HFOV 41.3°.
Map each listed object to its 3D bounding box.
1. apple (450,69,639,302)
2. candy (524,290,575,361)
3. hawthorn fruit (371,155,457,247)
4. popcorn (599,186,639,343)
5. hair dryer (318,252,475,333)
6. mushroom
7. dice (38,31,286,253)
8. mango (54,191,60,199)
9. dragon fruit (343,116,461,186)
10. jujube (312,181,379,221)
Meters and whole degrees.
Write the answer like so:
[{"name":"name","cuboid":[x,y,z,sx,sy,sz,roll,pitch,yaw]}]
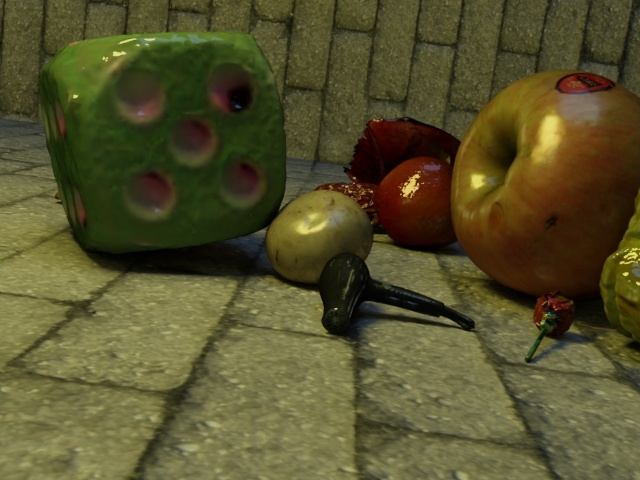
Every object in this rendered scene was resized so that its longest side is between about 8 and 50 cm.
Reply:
[{"name":"apple","cuboid":[0.406,-0.083,1.401,0.346,0.392,0.391,19,5,-24]},{"name":"candy","cuboid":[0.293,0.119,1.113,0.060,0.061,0.201,12,19,23]},{"name":"hawthorn fruit","cuboid":[0.187,-0.067,1.730,0.225,0.197,0.196,-21,15,-6]},{"name":"popcorn","cuboid":[0.515,0.038,1.127,0.276,0.277,0.225,2,6,-27]},{"name":"hair dryer","cuboid":[0.102,0.087,1.124,0.219,0.075,0.195,15,20,0]},{"name":"mushroom","cuboid":[0.000,0.000,1.301,0.166,0.127,0.166,-14,39,12]},{"name":"dice","cuboid":[-0.254,-0.161,1.347,0.330,0.319,0.322,-10,11,-23]},{"name":"mango","cuboid":[-0.435,-0.092,1.690,0.187,0.066,0.101,1,8,11]},{"name":"dragon fruit","cuboid":[0.205,-0.166,1.888,0.282,0.100,0.343,1,-16,-5]},{"name":"jujube","cuboid":[0.063,-0.076,1.863,0.176,0.109,0.112,2,-28,15]}]
